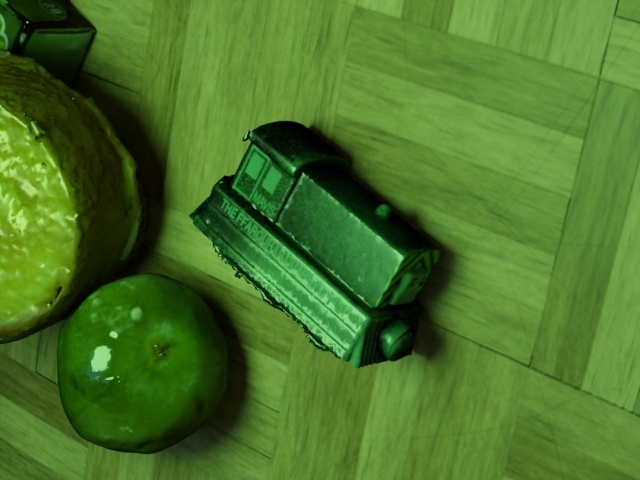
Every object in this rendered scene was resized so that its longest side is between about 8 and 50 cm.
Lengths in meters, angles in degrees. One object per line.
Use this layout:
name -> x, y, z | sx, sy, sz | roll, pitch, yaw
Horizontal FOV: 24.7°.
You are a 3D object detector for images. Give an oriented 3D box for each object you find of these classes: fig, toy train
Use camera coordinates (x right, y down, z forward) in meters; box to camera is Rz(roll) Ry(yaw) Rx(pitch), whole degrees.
fig -> -0.230, 0.174, 1.926 | 0.233, 0.314, 0.233 | -1, 72, 2
toy train -> 0.000, 0.000, 1.722 | 0.330, 0.138, 0.178 | 40, 116, 27

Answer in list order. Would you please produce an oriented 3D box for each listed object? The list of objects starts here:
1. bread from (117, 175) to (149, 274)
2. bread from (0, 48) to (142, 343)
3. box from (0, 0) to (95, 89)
bread -> -0.315, -0.033, 2.023 | 0.193, 0.064, 0.193 | 4, 96, 40
bread -> -0.429, -0.042, 1.899 | 0.398, 0.215, 0.398 | 4, 107, 13
box -> -0.553, -0.263, 2.134 | 0.420, 0.138, 0.373 | 42, 120, 26
